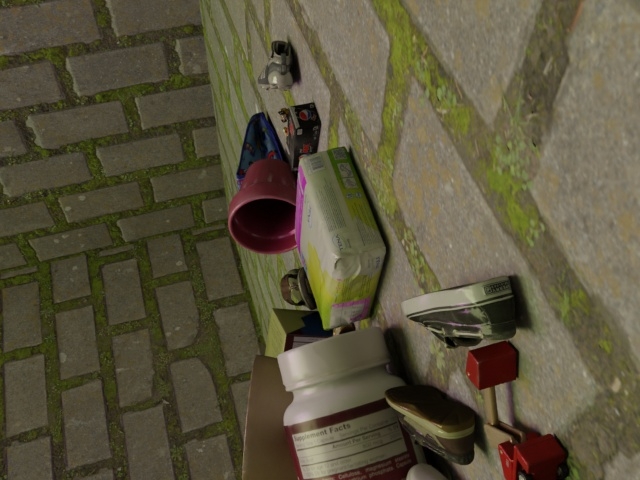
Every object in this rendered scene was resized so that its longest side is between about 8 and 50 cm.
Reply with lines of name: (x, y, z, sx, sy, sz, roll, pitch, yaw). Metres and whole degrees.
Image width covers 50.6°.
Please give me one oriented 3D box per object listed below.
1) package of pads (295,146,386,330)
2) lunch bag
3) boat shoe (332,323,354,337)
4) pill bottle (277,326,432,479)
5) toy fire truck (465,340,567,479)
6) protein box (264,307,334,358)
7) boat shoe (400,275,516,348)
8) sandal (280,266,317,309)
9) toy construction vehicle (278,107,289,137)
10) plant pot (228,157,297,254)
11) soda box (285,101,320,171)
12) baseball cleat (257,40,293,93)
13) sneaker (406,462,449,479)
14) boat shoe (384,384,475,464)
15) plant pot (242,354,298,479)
package of pads: (0.027, 0.011, 1.234, 0.296, 0.101, 0.229, 95, 159, -59)
lunch bag: (-0.166, -0.202, 1.917, 0.221, 0.138, 0.293, 85, 175, -47)
boat shoe: (0.051, 0.224, 1.511, 0.045, 0.050, 0.135, -111, 23, -47)
pill bottle: (0.065, 0.358, 1.135, 0.224, 0.224, 0.392, 120, 136, -74)
toy fire truck: (0.207, 0.221, 0.733, 0.135, 0.047, 0.192, -120, 20, -57)
protein box: (-0.059, 0.306, 1.768, 0.200, 0.135, 0.201, -137, 54, -70)
boat shoe: (0.152, 0.089, 0.774, 0.219, 0.077, 0.070, 142, 116, -76)
sandal: (-0.071, 0.140, 1.892, 0.303, 0.086, 0.120, 161, 96, -79)
toy construction vehicle: (-0.068, -0.264, 1.568, 0.098, 0.035, 0.086, -127, 15, -69)
plant pot: (-0.122, -0.096, 1.663, 0.201, 0.201, 0.180, 89, 179, -47)
soda box: (-0.038, -0.214, 1.414, 0.169, 0.053, 0.060, 103, 152, -64)
baseball cleat: (-0.092, -0.381, 1.492, 0.206, 0.072, 0.110, -142, 56, -69)
sneaker: (0.195, 0.379, 0.950, 0.212, 0.080, 0.094, -129, 40, -52)
boat shoe: (0.152, 0.260, 0.966, 0.223, 0.080, 0.073, 180, 82, -74)
plant pot: (-0.046, 0.375, 1.335, 0.284, 0.190, 0.284, -176, 90, -89)
